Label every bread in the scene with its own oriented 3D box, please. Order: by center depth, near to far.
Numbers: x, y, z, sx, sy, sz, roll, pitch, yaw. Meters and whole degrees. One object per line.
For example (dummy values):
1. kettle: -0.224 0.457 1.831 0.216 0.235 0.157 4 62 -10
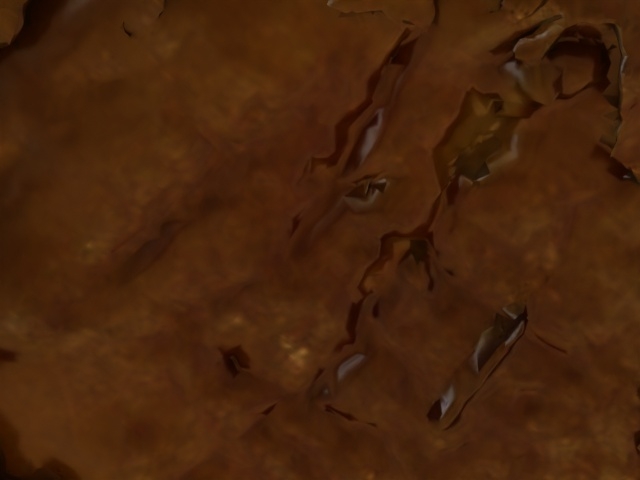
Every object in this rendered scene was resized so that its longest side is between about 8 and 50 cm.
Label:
1. bread: 0.000 -0.003 0.732 0.336 0.204 0.358 -14 -66 0
